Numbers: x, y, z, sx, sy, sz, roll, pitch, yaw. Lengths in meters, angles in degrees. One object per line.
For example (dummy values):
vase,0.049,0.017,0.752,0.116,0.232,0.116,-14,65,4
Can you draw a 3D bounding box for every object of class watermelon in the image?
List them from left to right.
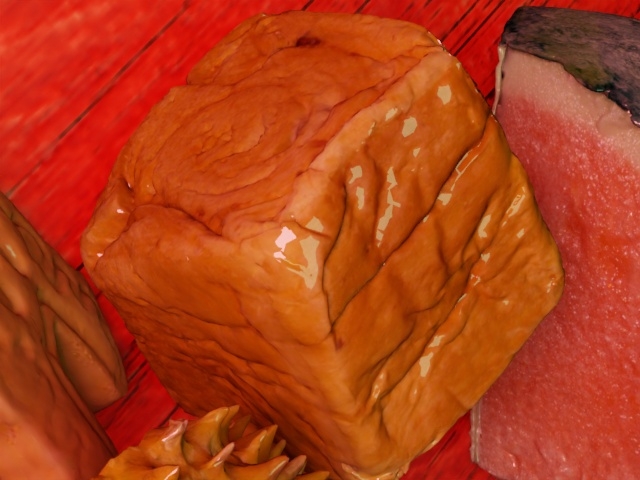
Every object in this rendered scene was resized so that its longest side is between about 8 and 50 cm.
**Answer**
watermelon,0.153,0.033,0.610,0.318,0.226,0.148,59,29,-1

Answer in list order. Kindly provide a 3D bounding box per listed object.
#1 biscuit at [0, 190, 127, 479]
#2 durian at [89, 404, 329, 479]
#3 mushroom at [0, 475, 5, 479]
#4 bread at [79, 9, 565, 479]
biscuit,-0.138,-0.002,0.420,0.040,0.144,0.236,-31,121,2
durian,-0.023,0.158,0.424,0.186,0.260,0.154,40,91,-1
mushroom,-0.205,0.171,0.392,0.278,0.146,0.278,-31,134,-38
bread,0.000,0.000,0.506,0.149,0.158,0.143,-49,124,-26
